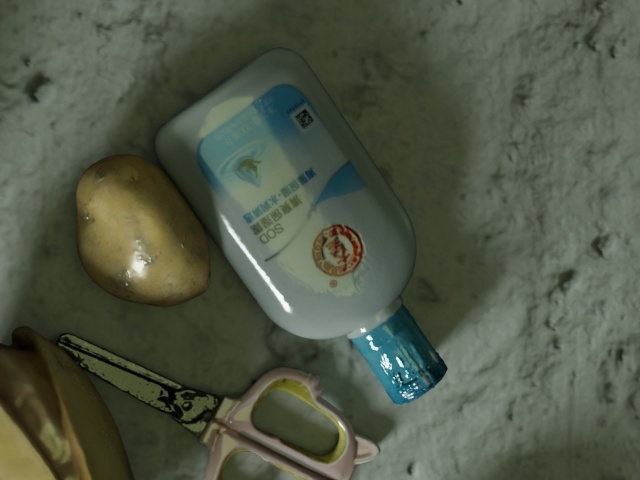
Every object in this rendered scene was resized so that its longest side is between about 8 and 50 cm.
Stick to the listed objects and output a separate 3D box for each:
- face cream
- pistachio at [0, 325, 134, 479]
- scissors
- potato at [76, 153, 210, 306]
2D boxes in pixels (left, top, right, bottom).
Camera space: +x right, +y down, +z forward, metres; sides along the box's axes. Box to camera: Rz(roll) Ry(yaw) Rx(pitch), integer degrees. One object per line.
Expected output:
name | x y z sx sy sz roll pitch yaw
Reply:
face cream | 0.000 0.000 1.350 0.163 0.080 0.337 -35 100 -9
pistachio | -0.233 0.219 1.250 0.162 0.181 0.293 -14 89 -29
scissors | -0.099 0.162 1.362 0.317 0.024 0.160 30 87 -14
potato | -0.159 -0.005 1.300 0.112 0.112 0.147 -29 96 -11
